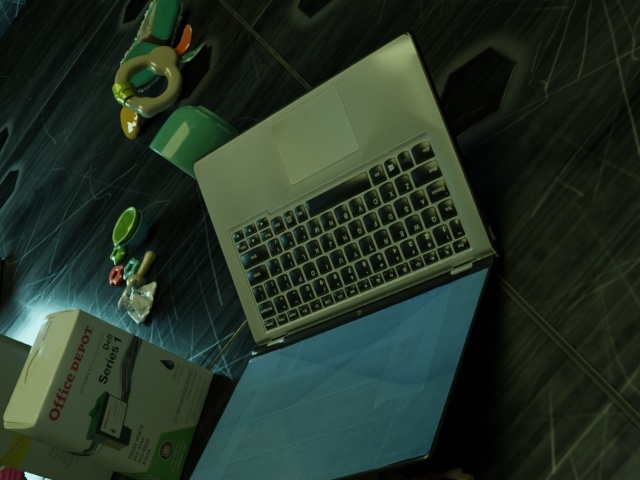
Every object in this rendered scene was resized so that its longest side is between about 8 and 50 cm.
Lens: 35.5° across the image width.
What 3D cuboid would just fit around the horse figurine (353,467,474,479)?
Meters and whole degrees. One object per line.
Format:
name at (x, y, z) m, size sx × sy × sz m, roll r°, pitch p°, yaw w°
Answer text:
horse figurine at (0.046, 0.283, 0.949) m, size 0.175 × 0.066 × 0.263 m, roll -1°, pitch 64°, yaw 47°

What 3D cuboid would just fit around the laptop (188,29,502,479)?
laptop at (-0.032, 0.041, 1.077) m, size 0.382 × 0.236 × 0.407 m, roll -25°, pitch 83°, yaw 40°

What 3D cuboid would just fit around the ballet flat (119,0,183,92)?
ballet flat at (-0.333, -0.382, 1.994) m, size 0.077 × 0.091 × 0.240 m, roll 121°, pitch 171°, yaw -68°

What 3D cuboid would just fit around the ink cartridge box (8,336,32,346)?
ink cartridge box at (-0.590, 0.273, 1.763) m, size 0.237 × 0.100 × 0.171 m, roll -14°, pitch 53°, yaw 47°

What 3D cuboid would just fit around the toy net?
toy net at (-0.319, 0.053, 1.635) m, size 0.122 × 0.045 × 0.232 m, roll -42°, pitch 36°, yaw 23°

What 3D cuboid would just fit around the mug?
mug at (-0.172, -0.140, 1.541) m, size 0.097 × 0.158 × 0.129 m, roll -57°, pitch 9°, yaw -2°

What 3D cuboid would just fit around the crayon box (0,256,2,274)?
crayon box at (-0.798, 0.160, 2.148) m, size 0.278 × 0.081 × 0.165 m, roll -44°, pitch 35°, yaw 21°

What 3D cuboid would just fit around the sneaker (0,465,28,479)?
sneaker at (-0.564, 0.406, 1.550) m, size 0.252 × 0.111 × 0.103 m, roll -8°, pitch 49°, yaw 8°

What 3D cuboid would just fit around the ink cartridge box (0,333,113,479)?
ink cartridge box at (-0.488, 0.209, 1.423) m, size 0.279 × 0.385 × 0.160 m, roll 7°, pitch 73°, yaw 55°

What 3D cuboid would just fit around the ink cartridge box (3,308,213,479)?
ink cartridge box at (-0.269, 0.203, 1.285) m, size 0.093 × 0.219 × 0.160 m, roll -12°, pitch 55°, yaw 49°

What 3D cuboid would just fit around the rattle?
rattle at (-0.299, -0.298, 1.908) m, size 0.130 × 0.142 × 0.199 m, roll 19°, pitch 60°, yaw 25°
